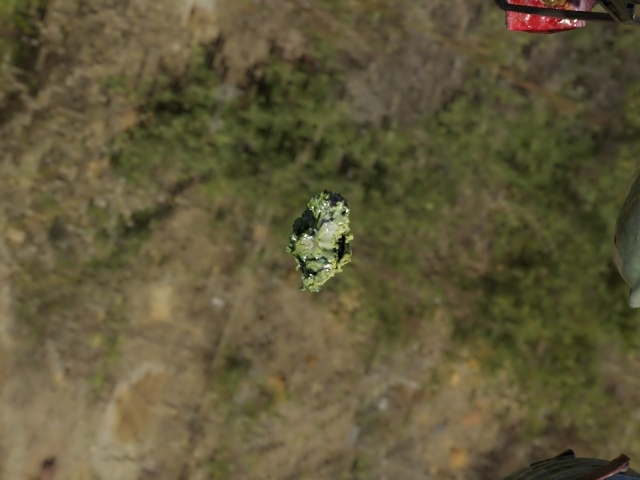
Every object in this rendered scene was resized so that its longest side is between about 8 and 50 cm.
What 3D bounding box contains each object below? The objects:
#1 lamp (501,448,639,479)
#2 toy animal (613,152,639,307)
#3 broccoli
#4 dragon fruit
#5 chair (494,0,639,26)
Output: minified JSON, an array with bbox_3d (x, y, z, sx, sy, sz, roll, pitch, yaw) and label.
[{"bbox_3d":[0.261,0.340,1.838,0.265,0.233,0.233,-28,141,-20],"label":"lamp"},{"bbox_3d":[0.268,-0.067,1.193,0.138,0.108,0.236,79,24,-64],"label":"toy animal"},{"bbox_3d":[0.000,0.000,1.977,0.097,0.095,0.092,-33,176,12],"label":"broccoli"},{"bbox_3d":[0.210,-0.254,1.633,0.147,0.102,0.096,-70,149,-70],"label":"dragon fruit"},{"bbox_3d":[0.234,-0.230,1.467,0.101,0.212,0.084,25,77,-67],"label":"chair"}]
